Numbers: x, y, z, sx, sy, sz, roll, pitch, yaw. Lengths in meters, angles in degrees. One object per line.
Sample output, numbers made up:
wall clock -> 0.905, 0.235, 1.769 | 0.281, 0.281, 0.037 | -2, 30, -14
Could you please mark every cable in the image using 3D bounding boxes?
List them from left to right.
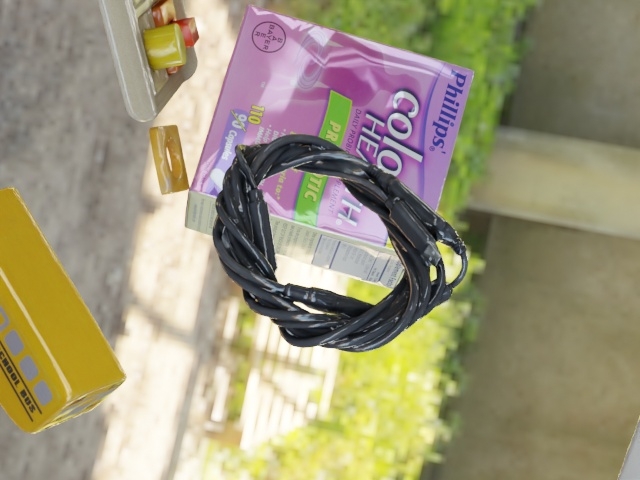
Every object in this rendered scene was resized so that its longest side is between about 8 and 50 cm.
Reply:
cable -> 0.000, 0.000, 1.278 | 0.150, 0.184, 0.047 | -39, 160, -26

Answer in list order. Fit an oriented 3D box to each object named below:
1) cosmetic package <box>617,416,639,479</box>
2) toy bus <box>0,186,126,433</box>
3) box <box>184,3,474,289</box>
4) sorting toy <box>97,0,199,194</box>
cosmetic package -> 0.499, 0.226, 1.722 | 0.394, 0.329, 0.327 | -57, 139, -45
toy bus -> -0.367, 0.058, 2.150 | 0.108, 0.333, 0.130 | -21, 165, -48
box -> 0.008, -0.092, 1.880 | 0.117, 0.243, 0.213 | 111, -4, -71
sorting toy -> -0.147, -0.213, 1.665 | 0.196, 0.047, 0.348 | -62, 141, -70
